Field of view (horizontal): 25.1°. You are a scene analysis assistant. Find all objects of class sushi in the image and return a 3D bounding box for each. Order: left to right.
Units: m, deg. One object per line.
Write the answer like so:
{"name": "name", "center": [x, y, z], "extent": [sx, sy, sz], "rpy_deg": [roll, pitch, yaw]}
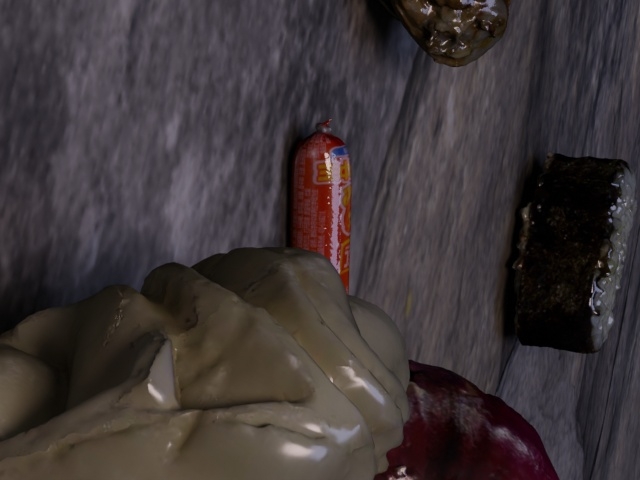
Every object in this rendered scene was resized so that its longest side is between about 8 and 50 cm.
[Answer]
{"name": "sushi", "center": [0.189, 0.010, 1.084], "extent": [0.090, 0.078, 0.150], "rpy_deg": [45, 55, -64]}

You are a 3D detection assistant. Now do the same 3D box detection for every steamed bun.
{"name": "steamed bun", "center": [-0.073, 0.087, 0.507], "extent": [0.218, 0.144, 0.211], "rpy_deg": [-54, 180, -5]}

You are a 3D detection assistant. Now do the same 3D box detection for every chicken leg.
{"name": "chicken leg", "center": [0.057, -0.194, 0.800], "extent": [0.125, 0.080, 0.196], "rpy_deg": [-56, 135, -59]}

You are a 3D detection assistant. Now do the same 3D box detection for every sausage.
{"name": "sausage", "center": [0.000, 0.000, 0.762], "extent": [0.034, 0.034, 0.129], "rpy_deg": [-13, 107, -62]}

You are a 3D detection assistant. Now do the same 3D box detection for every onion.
{"name": "onion", "center": [0.024, 0.155, 0.696], "extent": [0.195, 0.140, 0.218], "rpy_deg": [-56, -174, -6]}
